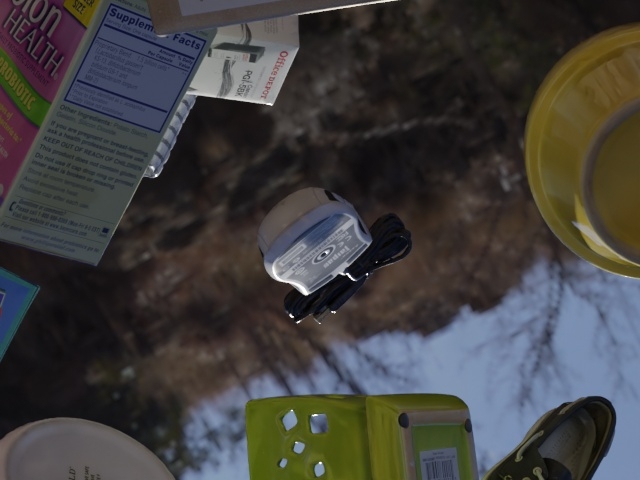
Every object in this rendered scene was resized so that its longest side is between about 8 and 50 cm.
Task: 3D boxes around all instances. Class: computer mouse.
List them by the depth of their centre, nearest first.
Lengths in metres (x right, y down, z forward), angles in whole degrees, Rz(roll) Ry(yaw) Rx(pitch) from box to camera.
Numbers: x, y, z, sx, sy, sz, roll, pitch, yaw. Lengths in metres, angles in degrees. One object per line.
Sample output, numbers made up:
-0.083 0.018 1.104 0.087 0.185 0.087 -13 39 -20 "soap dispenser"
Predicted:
0.000 0.000 1.089 0.106 0.042 0.193 -38 161 2 "computer mouse"

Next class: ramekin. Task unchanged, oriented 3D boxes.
-0.264 0.309 1.746 0.127 0.273 0.273 -58 -179 29 "ramekin"

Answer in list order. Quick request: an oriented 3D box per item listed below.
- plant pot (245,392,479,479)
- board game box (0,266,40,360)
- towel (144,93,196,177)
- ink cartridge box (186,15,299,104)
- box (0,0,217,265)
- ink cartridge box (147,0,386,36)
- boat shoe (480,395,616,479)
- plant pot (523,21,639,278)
0.063 0.287 1.928 0.207 0.227 0.228 -13 168 35 "plant pot"
-0.366 0.062 1.361 0.160 0.210 0.047 -63 -168 -11 "board game box"
-0.259 -0.186 1.763 0.284 0.121 0.235 6 -116 41 "towel"
-0.097 -0.189 1.581 0.099 0.135 0.056 118 -27 -52 "ink cartridge box"
-0.235 -0.140 1.441 0.213 0.117 0.243 44 -70 47 "box"
-0.024 -0.255 1.132 0.235 0.193 0.088 -5 -165 33 "ink cartridge box"
0.291 0.306 2.112 0.091 0.114 0.302 -39 -170 48 "boat shoe"
0.320 -0.073 1.532 0.254 0.254 0.239 -25 -172 11 "plant pot"
